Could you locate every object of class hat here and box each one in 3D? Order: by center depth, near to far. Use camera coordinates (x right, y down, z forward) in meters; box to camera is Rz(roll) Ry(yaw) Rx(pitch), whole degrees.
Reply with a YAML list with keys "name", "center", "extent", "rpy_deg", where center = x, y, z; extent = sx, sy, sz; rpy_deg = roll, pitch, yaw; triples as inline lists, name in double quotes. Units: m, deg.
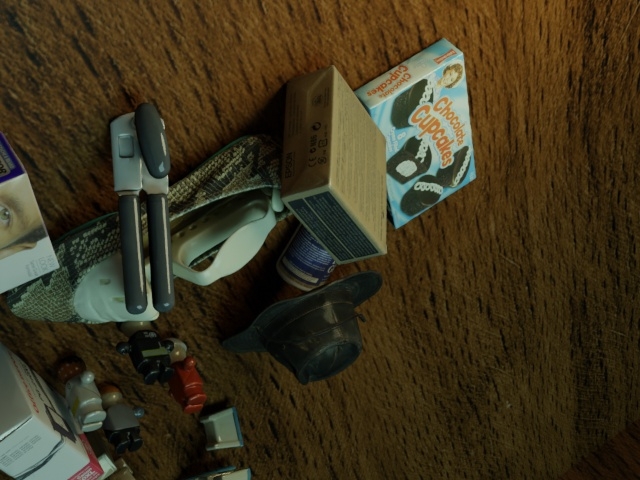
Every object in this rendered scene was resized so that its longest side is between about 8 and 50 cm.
- name: "hat"
  center: [-0.010, 0.182, 1.797]
  extent: [0.331, 0.134, 0.331]
  rpy_deg: [-23, 165, -6]

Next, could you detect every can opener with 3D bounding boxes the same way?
- name: "can opener"
  center: [-0.240, -0.044, 1.353]
  extent: [0.075, 0.284, 0.095]
  rpy_deg: [-4, 173, -15]

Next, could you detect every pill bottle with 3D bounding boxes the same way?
- name: "pill bottle"
  center: [0.000, 0.000, 1.732]
  extent: [0.094, 0.094, 0.169]
  rpy_deg: [6, 124, -45]

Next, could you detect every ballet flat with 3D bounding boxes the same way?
- name: "ballet flat"
  center: [-0.228, 0.012, 1.470]
  extent: [0.482, 0.182, 0.164]
  rpy_deg: [-31, 144, -12]

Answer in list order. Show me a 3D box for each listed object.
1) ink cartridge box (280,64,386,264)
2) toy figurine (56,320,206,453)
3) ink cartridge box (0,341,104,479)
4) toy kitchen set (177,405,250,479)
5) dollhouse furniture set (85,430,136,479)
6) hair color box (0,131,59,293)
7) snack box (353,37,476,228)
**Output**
- name: "ink cartridge box"
  center: [0.024, -0.112, 1.500]
  extent: [0.088, 0.235, 0.193]
  rpy_deg: [-15, 141, 22]
- name: "toy figurine"
  center: [-0.320, 0.233, 1.664]
  extent: [0.209, 0.148, 0.213]
  rpy_deg: [-34, 146, 2]
- name: "ink cartridge box"
  center: [-0.462, 0.290, 1.562]
  extent: [0.100, 0.172, 0.237]
  rpy_deg: [-35, 144, -7]
- name: "toy kitchen set"
  center: [-0.208, 0.433, 2.036]
  extent: [0.122, 0.166, 0.207]
  rpy_deg: [-7, 169, -36]
- name: "dollhouse furniture set"
  center: [-0.405, 0.494, 1.806]
  extent: [0.161, 0.212, 0.242]
  rpy_deg: [-35, 117, -10]
- name: "hair color box"
  center: [-0.528, 0.015, 1.271]
  extent: [0.338, 0.110, 0.185]
  rpy_deg: [-27, 141, -20]
- name: "snack box"
  center: [0.171, -0.178, 1.726]
  extent: [0.187, 0.060, 0.322]
  rpy_deg: [-32, 143, -11]
